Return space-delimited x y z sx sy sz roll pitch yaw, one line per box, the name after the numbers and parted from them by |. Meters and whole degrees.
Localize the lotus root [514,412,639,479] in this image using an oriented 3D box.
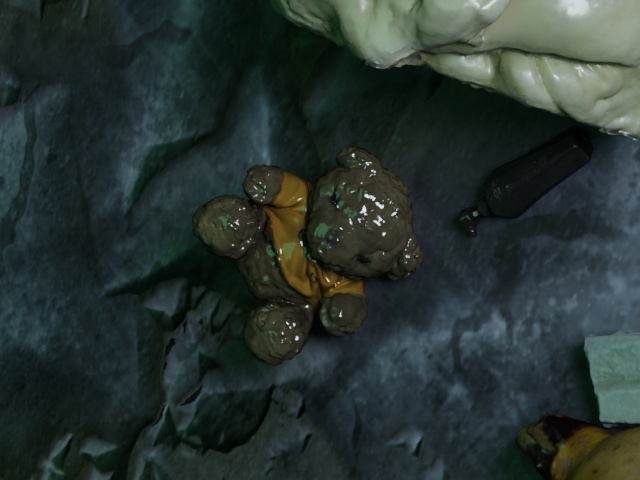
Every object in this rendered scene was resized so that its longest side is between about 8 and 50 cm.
0.255 0.230 1.335 0.183 0.183 0.310 -58 47 23 | lotus root

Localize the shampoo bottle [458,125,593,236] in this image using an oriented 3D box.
0.172 -0.050 1.521 0.137 0.027 0.048 -35 62 35 | shampoo bottle

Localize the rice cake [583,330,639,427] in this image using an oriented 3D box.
0.303 0.107 1.379 0.226 0.040 0.085 -5 84 42 | rice cake

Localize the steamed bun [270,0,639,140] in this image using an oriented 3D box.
0.137 -0.220 1.398 0.275 0.320 0.206 -130 58 -69 | steamed bun

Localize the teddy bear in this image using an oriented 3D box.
0.000 0.000 1.618 0.190 0.140 0.177 -24 97 31 | teddy bear
